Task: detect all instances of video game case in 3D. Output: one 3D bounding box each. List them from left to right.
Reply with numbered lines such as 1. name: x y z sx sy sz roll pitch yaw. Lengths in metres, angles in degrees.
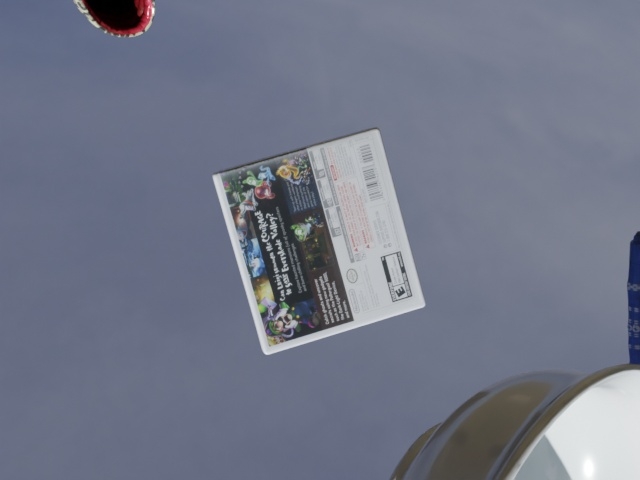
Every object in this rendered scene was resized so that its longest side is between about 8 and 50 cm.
1. video game case: 0.000 0.000 1.152 0.173 0.190 0.022 -16 -172 -7

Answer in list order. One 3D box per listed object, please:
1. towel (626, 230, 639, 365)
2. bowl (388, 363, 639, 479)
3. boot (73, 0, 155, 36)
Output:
1. towel: 0.384 0.148 0.958 0.243 0.336 0.040 -3 -169 9
2. bowl: 0.130 0.210 0.800 0.134 0.298 0.298 17 -149 42
3. boot: -0.235 -0.302 1.025 0.085 0.236 0.178 -34 -131 -3
